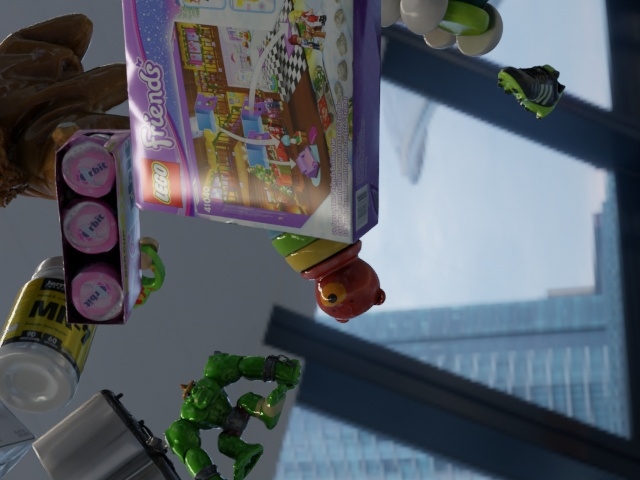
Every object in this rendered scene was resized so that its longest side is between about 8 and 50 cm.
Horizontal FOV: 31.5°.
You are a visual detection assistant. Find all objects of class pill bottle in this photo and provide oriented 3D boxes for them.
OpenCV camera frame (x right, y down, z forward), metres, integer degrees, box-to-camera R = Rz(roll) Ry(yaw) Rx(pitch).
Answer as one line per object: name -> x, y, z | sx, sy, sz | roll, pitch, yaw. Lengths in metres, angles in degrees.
pill bottle -> -0.367, 0.122, 1.541 | 0.208, 0.119, 0.119 | -85, -18, -53

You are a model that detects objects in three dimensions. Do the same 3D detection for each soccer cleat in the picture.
soccer cleat -> 0.310, -0.232, 1.659 | 0.072, 0.060, 0.179 | -53, -27, 9

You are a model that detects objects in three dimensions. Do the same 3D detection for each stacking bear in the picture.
stacking bear -> 0.000, 0.000, 1.903 | 0.289, 0.175, 0.164 | 61, -157, -1

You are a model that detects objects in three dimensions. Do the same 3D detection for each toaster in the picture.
toaster -> -0.204, 0.259, 1.190 | 0.168, 0.110, 0.185 | 33, 154, 53

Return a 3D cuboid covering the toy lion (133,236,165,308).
toy lion -> -0.222, 0.042, 1.304 | 0.034, 0.100, 0.096 | -72, -28, -43

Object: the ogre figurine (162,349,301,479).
ogre figurine -> -0.117, 0.217, 1.392 | 0.197, 0.118, 0.097 | -67, -20, -3

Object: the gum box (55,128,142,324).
gum box -> -0.223, -0.021, 1.153 | 0.107, 0.062, 0.188 | -89, -1, -73

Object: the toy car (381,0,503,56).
toy car -> 0.165, -0.336, 1.546 | 0.159, 0.182, 0.136 | 15, -83, -37

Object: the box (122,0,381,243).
box -> -0.054, -0.155, 0.872 | 0.057, 0.201, 0.293 | -36, -49, -58

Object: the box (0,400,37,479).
box -> -0.574, 0.233, 1.679 | 0.290, 0.087, 0.169 | 44, -176, 8

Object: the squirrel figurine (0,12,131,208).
squirrel figurine -> -0.416, -0.124, 1.643 | 0.370, 0.397, 0.281 | 45, 143, 51
